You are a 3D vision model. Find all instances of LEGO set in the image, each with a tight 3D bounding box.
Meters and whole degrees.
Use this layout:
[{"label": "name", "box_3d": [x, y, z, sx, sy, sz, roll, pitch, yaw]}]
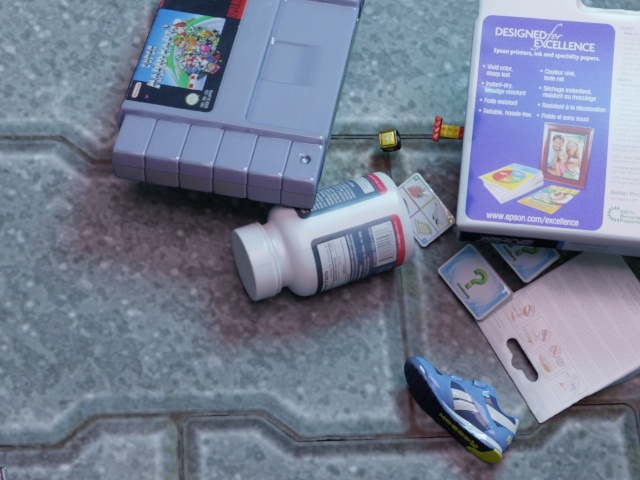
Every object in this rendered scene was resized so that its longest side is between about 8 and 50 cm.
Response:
[{"label": "LEGO set", "box_3d": [0.170, -0.061, 1.656, 0.182, 0.060, 0.244, -39, 71, 7]}]

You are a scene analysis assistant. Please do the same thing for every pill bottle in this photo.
[{"label": "pill bottle", "box_3d": [0.000, 0.000, 1.614, 0.180, 0.108, 0.108, -17, 68, -15]}]

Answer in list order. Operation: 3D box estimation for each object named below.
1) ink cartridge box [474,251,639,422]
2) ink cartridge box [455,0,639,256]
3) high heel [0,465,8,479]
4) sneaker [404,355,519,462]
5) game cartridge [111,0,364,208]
[{"label": "ink cartridge box", "box_3d": [0.284, 0.103, 1.651, 0.179, 0.045, 0.145, -31, 72, 0]}, {"label": "ink cartridge box", "box_3d": [0.308, -0.138, 1.593, 0.303, 0.072, 0.307, 6, 74, 6]}, {"label": "high heel", "box_3d": [-0.425, 0.158, 1.486, 0.186, 0.093, 0.261, -10, 75, -19]}, {"label": "sneaker", "box_3d": [0.150, 0.171, 1.585, 0.144, 0.053, 0.059, 44, 67, 4]}, {"label": "game cartridge", "box_3d": [-0.086, -0.196, 1.670, 0.230, 0.068, 0.355, 12, 50, 1]}]
